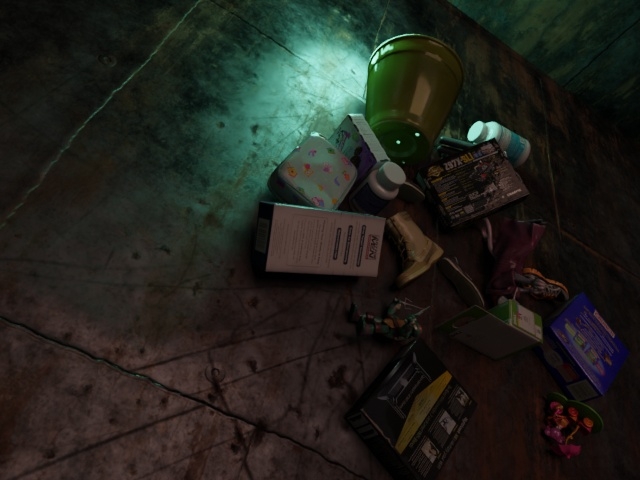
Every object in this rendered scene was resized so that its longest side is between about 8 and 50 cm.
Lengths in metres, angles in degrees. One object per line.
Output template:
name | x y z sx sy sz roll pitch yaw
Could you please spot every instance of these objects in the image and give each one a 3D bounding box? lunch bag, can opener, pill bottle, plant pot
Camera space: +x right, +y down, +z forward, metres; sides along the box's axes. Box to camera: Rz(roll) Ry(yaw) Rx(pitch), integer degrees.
lunch bag | -0.017 -0.181 1.436 0.224 0.108 0.279 43 49 -9
can opener | 0.596 -0.345 1.873 0.283 0.076 0.095 22 28 25
pill bottle | 0.181 -0.159 1.496 0.112 0.187 0.112 16 53 -23
pill bottle | 0.789 -0.433 2.101 0.264 0.146 0.146 22 51 -19
plant pot | 0.313 -0.479 1.717 0.366 0.366 0.353 26 61 -16

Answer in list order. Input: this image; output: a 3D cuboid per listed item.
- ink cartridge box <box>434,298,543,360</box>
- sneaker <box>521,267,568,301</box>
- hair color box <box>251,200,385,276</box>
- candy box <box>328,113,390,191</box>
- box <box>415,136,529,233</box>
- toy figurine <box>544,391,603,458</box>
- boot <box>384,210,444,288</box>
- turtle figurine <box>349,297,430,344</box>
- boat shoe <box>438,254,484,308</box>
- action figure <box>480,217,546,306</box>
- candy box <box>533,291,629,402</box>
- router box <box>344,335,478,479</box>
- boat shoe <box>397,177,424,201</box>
ink cartridge box | 0.508 0.250 1.431 0.255 0.189 0.097 29 50 -13
sneaker | 0.832 0.185 1.767 0.214 0.084 0.083 26 59 -8
hair color box | 0.000 0.000 1.279 0.347 0.105 0.174 6 96 -30
candy box | 0.115 -0.288 1.554 0.070 0.165 0.196 -14 68 -40
box | 0.552 -0.203 1.728 0.321 0.079 0.257 -23 69 -4
toy figurine | 0.741 0.574 1.433 0.173 0.130 0.159 37 53 24
boot | 0.263 0.022 1.489 0.203 0.095 0.262 50 46 5
turtle figurine | 0.203 0.223 1.289 0.234 0.175 0.118 6 93 -17
boat shoe | 0.482 0.133 1.573 0.065 0.075 0.206 -26 72 -38
action figure | 0.641 0.090 1.628 0.275 0.248 0.370 19 72 24
candy box | 0.910 0.370 1.658 0.317 0.122 0.268 -22 73 -39
router box | 0.242 0.435 1.209 0.243 0.081 0.308 50 47 6
boat shoe | 0.270 -0.207 1.657 0.227 0.081 0.069 23 54 -15
